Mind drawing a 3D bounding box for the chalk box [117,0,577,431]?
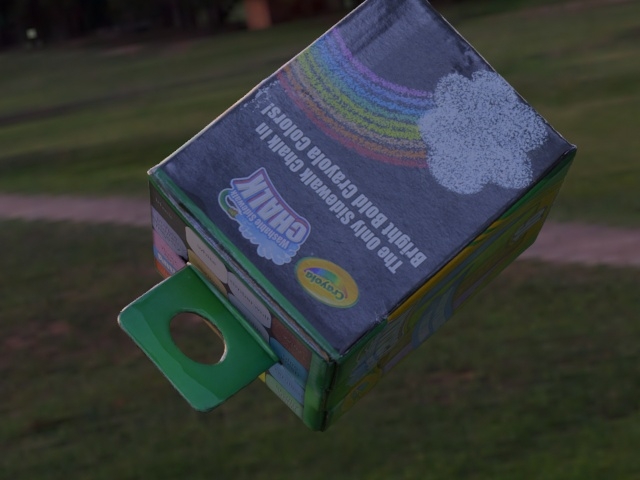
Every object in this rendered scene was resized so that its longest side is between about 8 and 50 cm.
[{"bbox_3d":[0.000,0.000,0.891,0.213,0.132,0.132,-40,-14,-16],"label":"chalk box"}]
